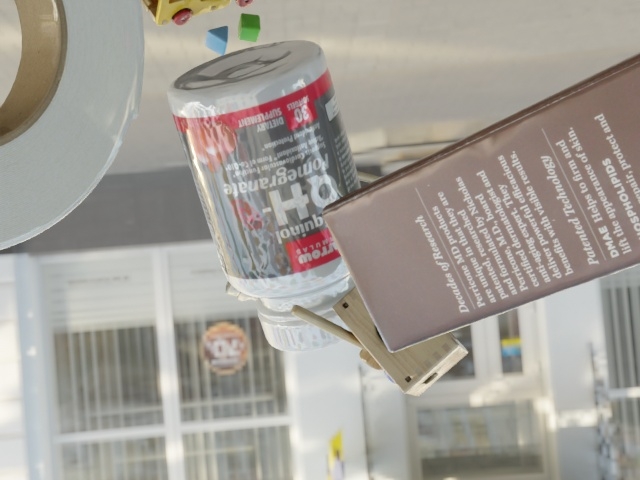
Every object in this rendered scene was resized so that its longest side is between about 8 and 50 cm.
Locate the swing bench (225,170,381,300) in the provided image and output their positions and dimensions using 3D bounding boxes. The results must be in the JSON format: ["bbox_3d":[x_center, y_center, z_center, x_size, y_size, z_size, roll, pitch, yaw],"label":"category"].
[{"bbox_3d":[0.000,0.000,1.905,0.253,0.255,0.165,13,178,-8],"label":"swing bench"}]

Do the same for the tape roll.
[{"bbox_3d":[-0.323,-0.178,1.006,0.072,0.392,0.392,5,-175,45],"label":"tape roll"}]

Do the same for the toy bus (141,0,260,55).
[{"bbox_3d":[-0.152,-0.364,1.553,0.191,0.202,0.104,17,145,-6],"label":"toy bus"}]

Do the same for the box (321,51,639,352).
[{"bbox_3d":[0.209,-0.054,0.888,0.381,0.143,0.191,-22,-176,38],"label":"box"}]

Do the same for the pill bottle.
[{"bbox_3d":[-0.042,-0.045,1.304,0.176,0.319,0.176,-14,-159,6],"label":"pill bottle"}]

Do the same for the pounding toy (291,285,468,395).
[{"bbox_3d":[0.061,0.090,1.164,0.100,0.130,0.141,-42,166,3],"label":"pounding toy"}]
